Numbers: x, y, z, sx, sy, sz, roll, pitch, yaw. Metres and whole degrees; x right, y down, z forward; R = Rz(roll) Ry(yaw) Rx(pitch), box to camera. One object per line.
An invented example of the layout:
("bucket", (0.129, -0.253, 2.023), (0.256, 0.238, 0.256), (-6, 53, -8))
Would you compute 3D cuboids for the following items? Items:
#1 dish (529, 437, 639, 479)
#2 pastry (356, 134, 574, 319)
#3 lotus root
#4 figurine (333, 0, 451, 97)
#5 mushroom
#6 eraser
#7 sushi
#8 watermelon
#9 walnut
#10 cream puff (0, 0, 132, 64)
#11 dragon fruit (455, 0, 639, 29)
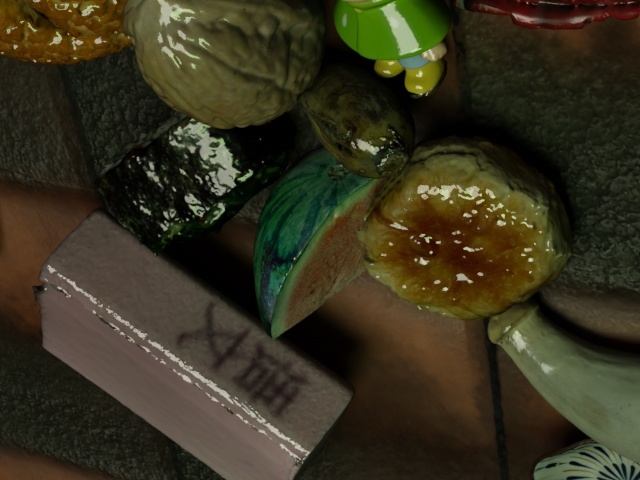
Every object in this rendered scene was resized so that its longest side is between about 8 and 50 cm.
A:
("dish", (0.316, 0.264, 1.335), (0.191, 0.066, 0.190), (20, 132, 24))
("pastry", (0.140, -0.010, 1.219), (0.182, 0.093, 0.192), (35, 134, -7))
("lotus root", (0.035, -0.117, 1.197), (0.179, 0.081, 0.089), (53, 170, 51))
("figurine", (0.044, -0.242, 1.087), (0.162, 0.143, 0.263), (39, 163, 43))
("mushroom", (0.283, 0.145, 1.242), (0.270, 0.103, 0.118), (21, 128, 27))
("eraser", (-0.152, 0.145, 1.486), (0.359, 0.122, 0.272), (36, 156, 7))
("sushi", (-0.128, -0.076, 1.340), (0.225, 0.124, 0.127), (-29, 103, 39))
("watermelon", (-0.022, 0.000, 1.307), (0.128, 0.146, 0.231), (31, 136, 12))
("walnut", (-0.086, -0.189, 1.142), (0.178, 0.230, 0.178), (-2, 85, 25))
("cream puff", (-0.273, -0.298, 1.209), (0.303, 0.212, 0.303), (15, 126, 21))
("dragon fruit", (0.191, -0.241, 1.033), (0.161, 0.120, 0.127), (13, 90, -4))
